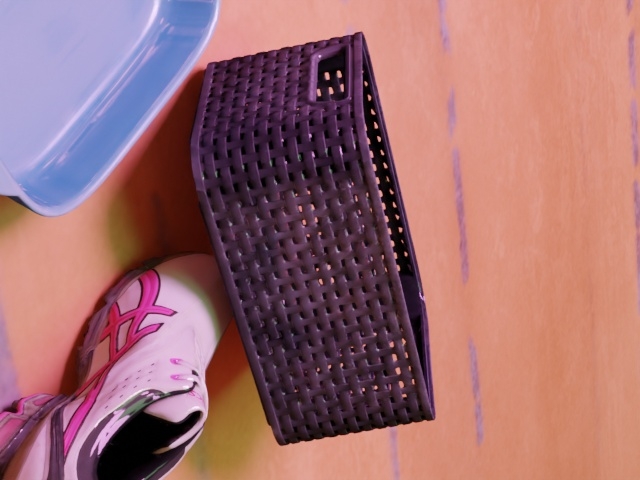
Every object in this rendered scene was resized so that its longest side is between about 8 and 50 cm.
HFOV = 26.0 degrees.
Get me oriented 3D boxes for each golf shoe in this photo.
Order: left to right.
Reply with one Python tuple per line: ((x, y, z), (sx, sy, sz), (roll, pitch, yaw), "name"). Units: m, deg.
((-0.077, 0.072, 0.636), (0.186, 0.086, 0.067), (-54, 136, -44), "golf shoe")

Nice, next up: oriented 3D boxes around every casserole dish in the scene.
((-0.108, -0.095, 0.605), (0.188, 0.037, 0.114), (-59, 140, -36), "casserole dish")

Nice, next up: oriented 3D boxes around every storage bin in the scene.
((0.000, 0.000, 0.706), (0.122, 0.084, 0.180), (-88, 166, -59), "storage bin")
